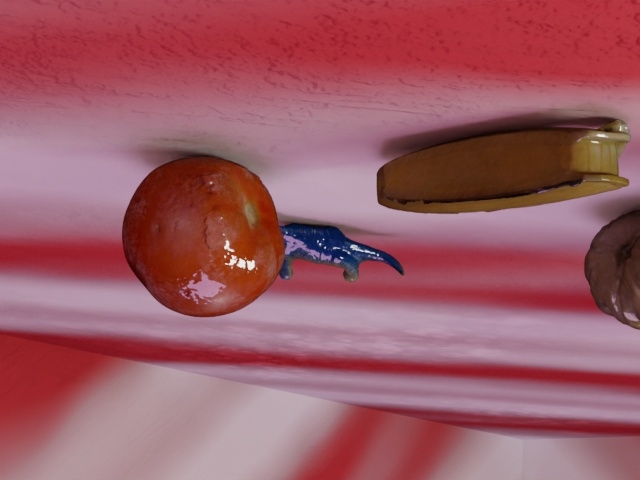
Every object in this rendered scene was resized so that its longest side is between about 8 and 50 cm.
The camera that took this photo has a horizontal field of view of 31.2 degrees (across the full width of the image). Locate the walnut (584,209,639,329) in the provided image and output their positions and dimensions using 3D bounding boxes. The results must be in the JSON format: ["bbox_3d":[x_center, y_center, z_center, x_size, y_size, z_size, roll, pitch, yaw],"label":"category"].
[{"bbox_3d":[0.459,0.042,1.547,0.230,0.178,0.178,12,163,-41],"label":"walnut"}]

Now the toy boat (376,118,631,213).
[{"bbox_3d":[0.203,-0.076,1.324,0.321,0.089,0.121,-7,172,36],"label":"toy boat"}]

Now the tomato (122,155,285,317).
[{"bbox_3d":[-0.153,-0.003,1.454,0.184,0.208,0.208,-25,151,29],"label":"tomato"}]

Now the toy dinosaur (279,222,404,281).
[{"bbox_3d":[0.000,0.000,1.696,0.248,0.075,0.188,7,158,11],"label":"toy dinosaur"}]
